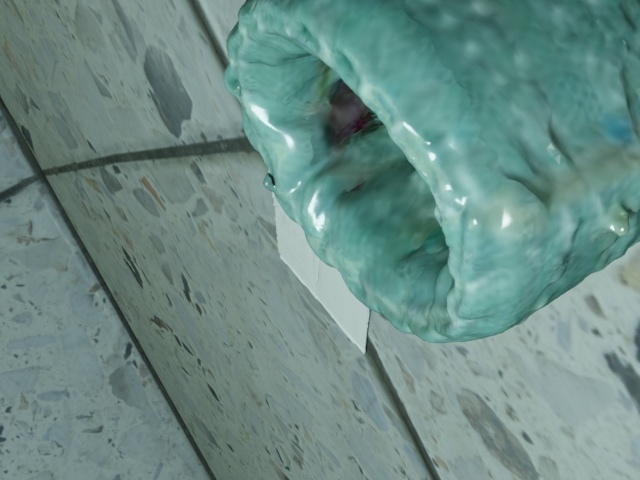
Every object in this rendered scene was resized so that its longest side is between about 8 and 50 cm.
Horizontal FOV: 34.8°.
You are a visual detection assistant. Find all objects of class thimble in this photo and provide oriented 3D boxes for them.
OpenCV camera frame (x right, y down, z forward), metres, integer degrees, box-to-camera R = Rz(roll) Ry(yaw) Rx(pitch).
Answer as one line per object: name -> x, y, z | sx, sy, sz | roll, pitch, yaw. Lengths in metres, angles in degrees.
thimble -> 0.064, -0.061, 0.503 | 0.235, 0.143, 0.198 | 36, 151, 44

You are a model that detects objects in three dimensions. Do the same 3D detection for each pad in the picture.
pad -> 0.000, 0.000, 0.949 | 0.156, 0.004, 0.232 | 47, 158, 27
